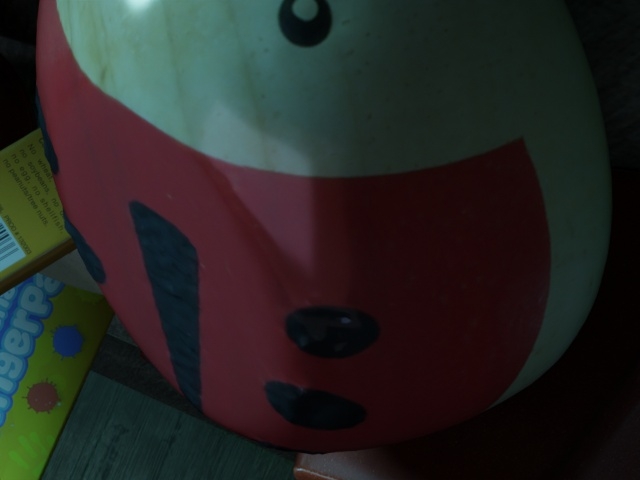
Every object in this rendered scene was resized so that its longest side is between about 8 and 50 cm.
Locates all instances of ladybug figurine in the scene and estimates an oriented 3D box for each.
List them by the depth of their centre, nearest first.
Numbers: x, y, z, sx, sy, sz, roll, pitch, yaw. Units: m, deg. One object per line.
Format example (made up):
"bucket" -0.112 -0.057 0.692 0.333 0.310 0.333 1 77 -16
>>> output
"ladybug figurine" -0.017 -0.030 0.850 0.305 0.162 0.449 33 154 24

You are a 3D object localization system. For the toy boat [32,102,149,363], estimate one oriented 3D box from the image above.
"toy boat" -0.166 -0.018 1.441 0.267 0.148 0.318 18 160 43

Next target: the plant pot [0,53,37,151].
"plant pot" -0.348 -0.108 1.160 0.272 0.272 0.265 20 159 14

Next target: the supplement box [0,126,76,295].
"supplement box" -0.164 -0.037 1.140 0.080 0.233 0.078 59 161 -1

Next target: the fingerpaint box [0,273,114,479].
"fingerpaint box" -0.334 0.155 1.696 0.163 0.444 0.371 25 166 -11

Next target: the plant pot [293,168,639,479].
"plant pot" 0.144 0.129 1.084 0.267 0.235 0.267 10 142 45
